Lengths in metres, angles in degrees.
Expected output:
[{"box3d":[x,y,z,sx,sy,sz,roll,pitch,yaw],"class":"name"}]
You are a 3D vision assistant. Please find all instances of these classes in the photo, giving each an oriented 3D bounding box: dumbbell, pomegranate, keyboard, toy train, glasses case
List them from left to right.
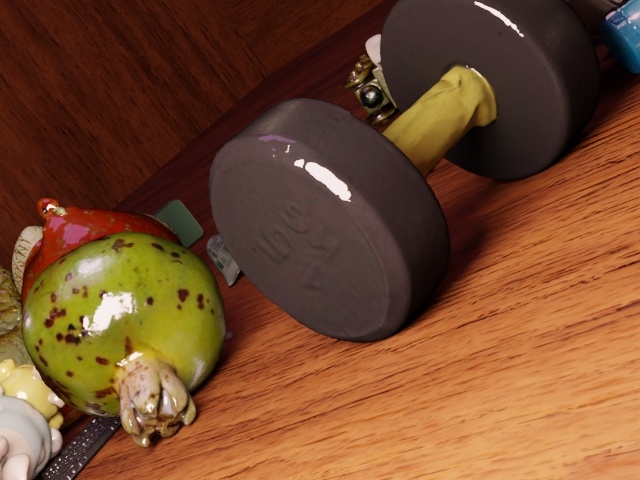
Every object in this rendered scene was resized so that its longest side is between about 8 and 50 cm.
[{"box3d":[-0.235,0.203,1.571,0.060,0.018,0.195,-26,15,36],"class":"keyboard"},{"box3d":[-0.185,0.102,1.441,0.202,0.202,0.248,-36,39,9],"class":"pomegranate"},{"box3d":[-0.279,0.016,2.369,0.184,0.078,0.039,-41,10,-22],"class":"glasses case"},{"box3d":[0.115,-0.251,2.199,0.137,0.090,0.225,-31,12,17],"class":"toy train"},{"box3d":[0.078,-0.084,1.257,0.322,0.203,0.204,-44,12,-34],"class":"dumbbell"}]

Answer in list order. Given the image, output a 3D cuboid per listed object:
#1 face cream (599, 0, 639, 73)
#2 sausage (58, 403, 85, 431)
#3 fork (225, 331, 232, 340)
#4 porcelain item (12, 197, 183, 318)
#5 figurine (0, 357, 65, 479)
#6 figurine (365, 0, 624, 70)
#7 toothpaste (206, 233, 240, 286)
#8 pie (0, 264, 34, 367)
[{"box3d":[0.404,-0.276,1.353,0.337,0.080,0.163,-38,9,-4],"class":"face cream"},{"box3d":[-0.246,0.141,1.726,0.274,0.074,0.074,-35,10,13],"class":"sausage"},{"box3d":[-0.130,0.115,1.611,0.012,0.016,0.115,-35,8,-39],"class":"fork"},{"box3d":[-0.301,0.039,1.923,0.253,0.253,0.253,-36,10,8],"class":"porcelain item"},{"box3d":[-0.332,0.206,1.560,0.155,0.127,0.235,-41,10,-30],"class":"figurine"},{"box3d":[0.194,-0.210,1.487,0.308,0.308,0.143,-29,51,40],"class":"figurine"},{"box3d":[-0.119,0.019,1.934,0.064,0.041,0.218,-56,13,-1],"class":"toothpaste"},{"box3d":[-0.571,0.215,2.213,0.395,0.180,0.418,-36,17,10],"class":"pie"}]
